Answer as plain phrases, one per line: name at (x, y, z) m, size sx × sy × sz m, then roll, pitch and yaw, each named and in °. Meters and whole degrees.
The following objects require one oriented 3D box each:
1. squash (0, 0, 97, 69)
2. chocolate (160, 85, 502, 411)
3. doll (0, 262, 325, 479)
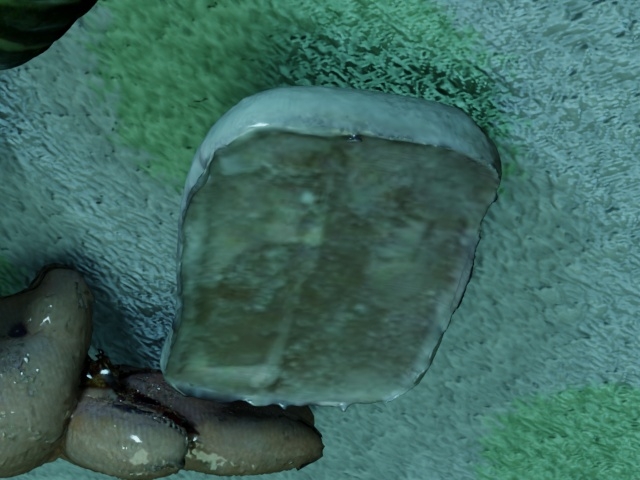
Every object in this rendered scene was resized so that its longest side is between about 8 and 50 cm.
squash at (-0.201, -0.189, 0.955) m, size 0.218 × 0.172 × 0.218 m, roll 11°, pitch 135°, yaw 11°
chocolate at (0.000, 0.000, 1.167) m, size 0.185 × 0.100 × 0.303 m, roll 9°, pitch 146°, yaw -5°
doll at (-0.146, 0.098, 1.340) m, size 0.303 × 0.156 × 0.201 m, roll 3°, pitch -175°, yaw -12°
